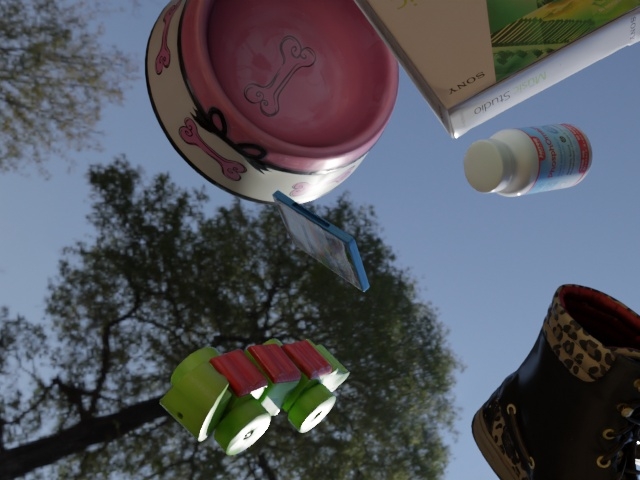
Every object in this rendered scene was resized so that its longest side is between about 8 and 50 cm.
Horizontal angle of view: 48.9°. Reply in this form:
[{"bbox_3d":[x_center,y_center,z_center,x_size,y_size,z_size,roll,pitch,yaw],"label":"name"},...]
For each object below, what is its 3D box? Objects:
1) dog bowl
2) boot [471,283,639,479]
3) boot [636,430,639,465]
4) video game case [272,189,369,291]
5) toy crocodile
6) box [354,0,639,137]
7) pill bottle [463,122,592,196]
[{"bbox_3d":[-0.055,-0.270,1.107,0.150,0.408,0.407,-23,-105,61],"label":"dog bowl"},{"bbox_3d":[0.224,0.164,0.528,0.236,0.085,0.178,49,-42,38],"label":"boot"},{"bbox_3d":[0.317,0.182,0.730,0.106,0.219,0.082,-3,-93,17],"label":"boot"},{"bbox_3d":[0.000,0.000,1.058,0.166,0.015,0.119,34,-24,36],"label":"video game case"},{"bbox_3d":[-0.065,0.170,0.857,0.115,0.341,0.105,44,-69,26],"label":"toy crocodile"},{"bbox_3d":[0.181,-0.292,0.830,0.232,0.058,0.322,-28,-123,3],"label":"box"},{"bbox_3d":[0.265,-0.102,0.903,0.087,0.160,0.087,24,-61,53],"label":"pill bottle"}]
